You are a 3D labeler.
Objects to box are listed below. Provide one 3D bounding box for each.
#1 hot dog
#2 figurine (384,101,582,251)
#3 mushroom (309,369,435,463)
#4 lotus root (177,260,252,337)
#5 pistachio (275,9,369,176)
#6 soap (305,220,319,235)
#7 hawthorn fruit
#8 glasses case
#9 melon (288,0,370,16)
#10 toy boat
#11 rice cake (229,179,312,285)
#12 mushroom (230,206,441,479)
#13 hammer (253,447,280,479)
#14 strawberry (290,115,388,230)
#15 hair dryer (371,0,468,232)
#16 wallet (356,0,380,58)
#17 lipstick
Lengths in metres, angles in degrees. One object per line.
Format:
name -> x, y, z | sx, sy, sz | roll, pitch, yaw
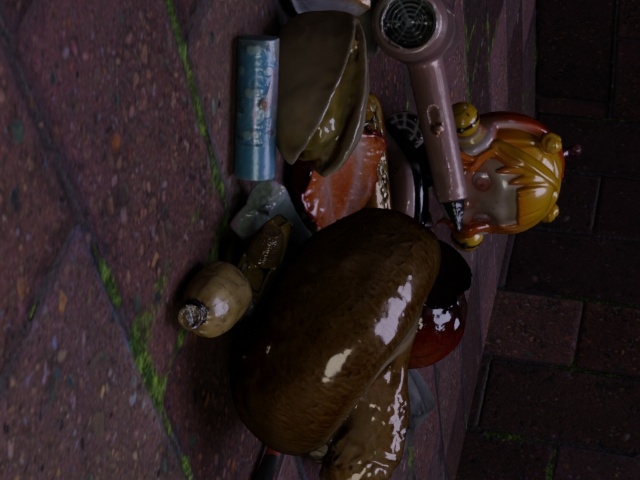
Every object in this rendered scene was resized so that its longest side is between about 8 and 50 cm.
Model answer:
hot dog -> 0.058, -0.080, 1.844 | 0.115, 0.072, 0.269 | 155, -68, -65
figurine -> 0.272, -0.121, 2.253 | 0.320, 0.323, 0.196 | 83, 21, -46
mushroom -> 0.078, 0.277, 2.107 | 0.177, 0.126, 0.397 | 65, 20, -9
lotus root -> -0.108, 0.062, 1.408 | 0.152, 0.063, 0.072 | -51, 136, -62
pistachio -> -0.003, -0.175, 1.539 | 0.152, 0.126, 0.223 | -36, -141, 47
soap -> 0.000, 0.000, 1.845 | 0.168, 0.033, 0.089 | -35, 122, -72
hawthorn fruit -> 0.102, 0.099, 1.943 | 0.189, 0.251, 0.190 | 29, 51, -44
glasses case -> 0.107, -0.092, 1.967 | 0.314, 0.075, 0.122 | -112, -159, -69
melon -> 0.000, -0.338, 1.578 | 0.139, 0.093, 0.203 | -40, 132, -58
toy boat -> -0.073, 0.032, 1.499 | 0.049, 0.047, 0.149 | -47, 167, -52
rice cake -> -0.054, -0.004, 1.595 | 0.080, 0.042, 0.222 | -52, 160, -9
mushroom -> 0.019, 0.107, 1.547 | 0.239, 0.345, 0.345 | 32, 56, -25
hammer -> -0.065, 0.289, 1.744 | 0.111, 0.033, 0.288 | 82, 21, -47
strawberry -> 0.019, -0.090, 1.748 | 0.146, 0.082, 0.187 | -15, 126, -28
hair dryer -> 0.161, -0.178, 1.836 | 0.189, 0.106, 0.344 | -22, 99, -78
wallet -> 0.083, -0.418, 1.871 | 0.335, 0.068, 0.275 | 66, 41, -69
lipstick -> -0.071, -0.148, 1.472 | 0.048, 0.048, 0.158 | -44, 139, -68
